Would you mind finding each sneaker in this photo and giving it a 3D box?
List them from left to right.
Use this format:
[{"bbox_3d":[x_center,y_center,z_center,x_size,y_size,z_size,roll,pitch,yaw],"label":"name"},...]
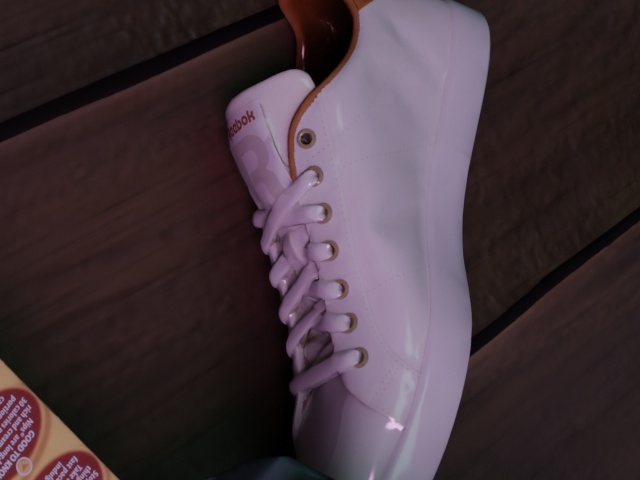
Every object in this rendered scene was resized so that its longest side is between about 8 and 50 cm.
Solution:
[{"bbox_3d":[0.000,0.000,0.739,0.123,0.106,0.290,20,60,-24],"label":"sneaker"}]

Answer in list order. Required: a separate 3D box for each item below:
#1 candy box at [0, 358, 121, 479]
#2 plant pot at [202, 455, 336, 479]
[{"bbox_3d":[-0.156,0.065,0.580,0.186,0.109,0.053,48,54,-20],"label":"candy box"},{"bbox_3d":[0.029,0.275,0.560,0.334,0.341,0.341,45,55,-14],"label":"plant pot"}]
